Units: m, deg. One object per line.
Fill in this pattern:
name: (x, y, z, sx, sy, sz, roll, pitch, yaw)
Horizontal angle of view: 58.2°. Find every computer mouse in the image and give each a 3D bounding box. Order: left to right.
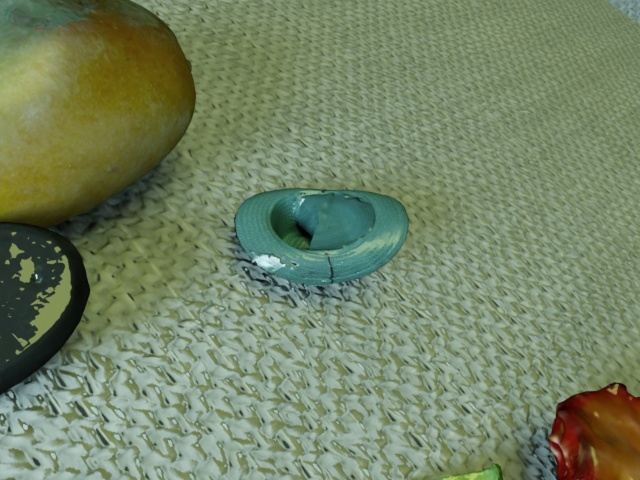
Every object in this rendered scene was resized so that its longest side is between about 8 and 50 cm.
computer mouse: (-0.306, 0.076, 0.422, 0.269, 0.086, 0.138, -21, 72, -22)

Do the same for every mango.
mango: (-0.287, -0.113, 0.525, 0.384, 0.199, 0.221, -32, 77, -27)

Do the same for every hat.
hat: (0.000, 0.000, 0.645, 0.190, 0.078, 0.138, 0, 42, -2)

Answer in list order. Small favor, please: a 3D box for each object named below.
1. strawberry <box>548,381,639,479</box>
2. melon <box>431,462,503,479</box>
strawberry: (0.319, 0.298, 0.505, 0.264, 0.149, 0.336, -5, 44, -21)
melon: (0.099, 0.292, 0.459, 0.113, 0.053, 0.262, 22, 45, 4)
